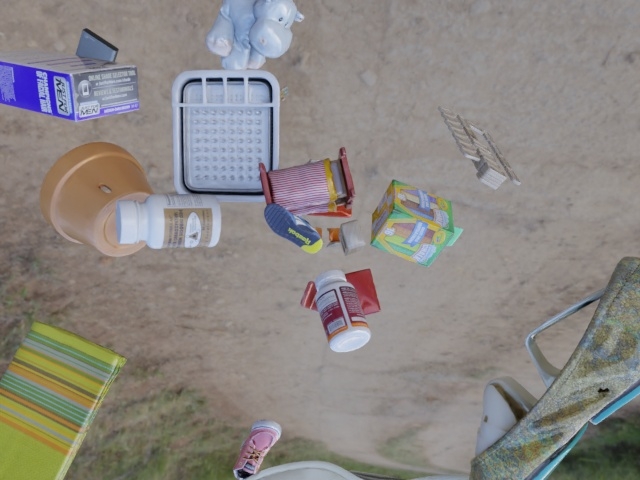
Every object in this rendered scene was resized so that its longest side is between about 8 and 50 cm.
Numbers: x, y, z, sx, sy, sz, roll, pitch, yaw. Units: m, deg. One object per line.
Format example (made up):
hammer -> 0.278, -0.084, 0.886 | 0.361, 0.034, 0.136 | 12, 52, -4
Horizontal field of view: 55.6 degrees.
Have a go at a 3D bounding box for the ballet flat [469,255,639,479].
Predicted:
ballet flat -> 0.234, 0.157, 0.612 | 0.123, 0.123, 0.348 | 19, 120, -23

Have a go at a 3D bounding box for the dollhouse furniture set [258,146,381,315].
dollhouse furniture set -> 0.000, 0.000, 1.370 | 0.201, 0.374, 0.152 | -13, 170, -3

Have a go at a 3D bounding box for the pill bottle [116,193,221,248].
pill bottle -> -0.364, -0.046, 1.454 | 0.229, 0.131, 0.131 | -2, 164, -25

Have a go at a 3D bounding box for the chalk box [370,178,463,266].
chalk box -> 0.246, -0.033, 1.506 | 0.213, 0.132, 0.132 | 20, 130, -9

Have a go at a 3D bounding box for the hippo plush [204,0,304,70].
hippo plush -> -0.155, -0.606, 1.704 | 0.236, 0.294, 0.234 | 11, 178, 33

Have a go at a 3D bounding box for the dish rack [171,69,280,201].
dish rack -> -0.240, -0.269, 1.581 | 0.285, 0.333, 0.072 | 2, -173, 8

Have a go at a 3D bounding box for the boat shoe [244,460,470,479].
boat shoe -> 0.053, 0.340, 0.742 | 0.319, 0.116, 0.099 | -1, 146, 3

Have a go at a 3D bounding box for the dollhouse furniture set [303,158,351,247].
dollhouse furniture set -> -0.029, -0.116, 1.825 | 0.259, 0.262, 0.135 | 2, 173, -16

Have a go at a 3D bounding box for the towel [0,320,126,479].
towel -> -0.256, 0.189, 0.502 | 0.102, 0.237, 0.021 | 17, 162, 21

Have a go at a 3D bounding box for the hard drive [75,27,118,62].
hard drive -> -0.570, -0.452, 1.531 | 0.094, 0.022, 0.135 | 33, 128, -6

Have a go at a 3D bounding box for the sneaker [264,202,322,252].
sneaker -> -0.059, -0.029, 1.290 | 0.144, 0.059, 0.053 | 39, 107, -12

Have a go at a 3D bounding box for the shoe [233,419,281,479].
shoe -> -0.135, 0.446, 1.281 | 0.063, 0.081, 0.178 | 23, 137, -9

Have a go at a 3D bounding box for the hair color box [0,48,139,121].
hair color box -> -0.602, -0.359, 1.378 | 0.339, 0.110, 0.185 | 15, -154, 26

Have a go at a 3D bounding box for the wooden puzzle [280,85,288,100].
wooden puzzle -> -0.125, -0.464, 1.923 | 0.049, 0.006, 0.083 | -33, 165, -9

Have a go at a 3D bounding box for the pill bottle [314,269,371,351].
pill bottle -> 0.039, 0.138, 1.210 | 0.086, 0.152, 0.086 | -13, 146, -9

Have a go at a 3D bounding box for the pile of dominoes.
pile of dominoes -> 0.369, -0.223, 1.468 | 0.196, 0.251, 0.040 | 23, 123, -26

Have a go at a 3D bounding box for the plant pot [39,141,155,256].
plant pot -> -0.564, -0.092, 1.629 | 0.203, 0.291, 0.291 | 35, 173, 32
